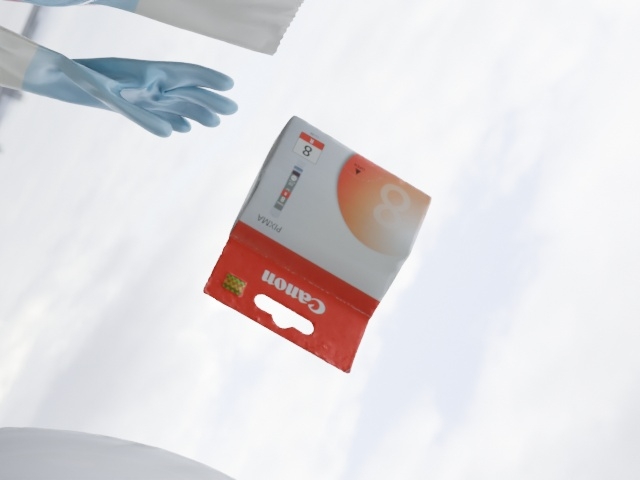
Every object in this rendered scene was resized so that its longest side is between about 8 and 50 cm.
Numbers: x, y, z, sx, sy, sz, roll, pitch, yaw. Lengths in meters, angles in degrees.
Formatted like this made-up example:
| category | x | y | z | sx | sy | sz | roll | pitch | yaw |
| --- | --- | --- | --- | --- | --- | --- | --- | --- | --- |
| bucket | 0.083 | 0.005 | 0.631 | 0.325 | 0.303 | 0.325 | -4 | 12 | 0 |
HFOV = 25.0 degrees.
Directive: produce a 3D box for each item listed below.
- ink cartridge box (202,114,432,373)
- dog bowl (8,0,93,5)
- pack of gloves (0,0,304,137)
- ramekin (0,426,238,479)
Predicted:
| category | x | y | z | sx | sy | sz | roll | pitch | yaw |
| --- | --- | --- | --- | --- | --- | --- | --- | --- | --- |
| ink cartridge box | 0.000 | 0.000 | 1.207 | 0.045 | 0.145 | 0.179 | -47 | -164 | 52 |
| dog bowl | -0.317 | -0.339 | 1.373 | 0.408 | 0.408 | 0.150 | -104 | -156 | -68 |
| pack of gloves | -0.143 | -0.118 | 0.872 | 0.195 | 0.232 | 0.046 | 132 | -34 | -59 |
| ramekin | -0.153 | 0.232 | 0.940 | 0.273 | 0.273 | 0.127 | -124 | -132 | -73 |
